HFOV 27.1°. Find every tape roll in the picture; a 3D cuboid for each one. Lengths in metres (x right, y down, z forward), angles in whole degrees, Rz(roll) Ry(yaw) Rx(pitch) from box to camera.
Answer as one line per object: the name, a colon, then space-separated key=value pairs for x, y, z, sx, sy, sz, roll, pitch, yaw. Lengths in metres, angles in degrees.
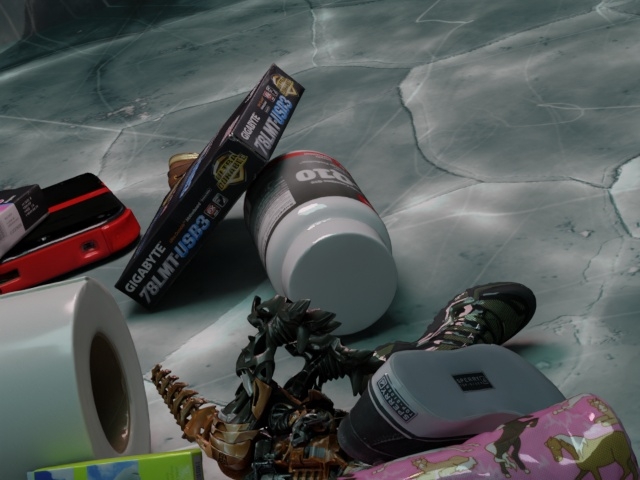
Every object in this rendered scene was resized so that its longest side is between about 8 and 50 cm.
tape roll: x=-0.296 y=0.175 z=1.399 sx=0.169 sy=0.246 sz=0.246 roll=-13 pitch=24 yaw=7

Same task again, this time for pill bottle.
pill bottle: x=0.000 y=0.000 z=1.701 sx=0.161 sy=0.161 sz=0.283 roll=-18 pitch=25 yaw=-6

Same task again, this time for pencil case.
pencil case: x=0.089 y=0.252 z=1.110 sx=0.386 sy=0.160 sz=0.167 roll=-18 pitch=4 yaw=-6

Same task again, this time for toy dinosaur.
toy dinosaur: x=-0.048 y=0.177 z=1.342 sx=0.321 sy=0.164 sz=0.218 roll=22 pitch=76 yaw=15

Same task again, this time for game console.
game console: x=-0.498 y=0.008 z=2.116 sx=0.386 sy=0.060 sz=0.342 roll=-22 pitch=21 yaw=-15

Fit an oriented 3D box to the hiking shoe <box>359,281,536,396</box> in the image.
hiking shoe: x=0.156 y=0.131 z=1.450 sx=0.226 sy=0.086 sz=0.114 roll=-31 pitch=36 yaw=-13

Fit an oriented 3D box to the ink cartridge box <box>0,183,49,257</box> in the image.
ink cartridge box: x=-0.624 y=-0.003 z=2.076 sx=0.370 sy=0.069 sz=0.176 roll=-11 pitch=21 yaw=21

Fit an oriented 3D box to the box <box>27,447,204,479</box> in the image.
box: x=-0.195 y=0.259 z=1.247 sx=0.178 sy=0.109 sz=0.042 roll=-9 pitch=-7 yaw=11

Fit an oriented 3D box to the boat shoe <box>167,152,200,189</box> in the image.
boat shoe: x=-0.168 y=-0.112 z=2.173 sx=0.178 sy=0.064 sz=0.060 roll=-7 pitch=56 yaw=20

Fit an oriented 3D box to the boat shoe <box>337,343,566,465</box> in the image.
boat shoe: x=0.132 y=0.172 z=1.254 sx=0.306 sy=0.105 sz=0.113 roll=3 pitch=45 yaw=-54

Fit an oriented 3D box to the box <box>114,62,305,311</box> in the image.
box: x=-0.152 y=-0.081 z=1.874 sx=0.293 sy=0.073 sz=0.295 roll=-50 pitch=10 yaw=27
